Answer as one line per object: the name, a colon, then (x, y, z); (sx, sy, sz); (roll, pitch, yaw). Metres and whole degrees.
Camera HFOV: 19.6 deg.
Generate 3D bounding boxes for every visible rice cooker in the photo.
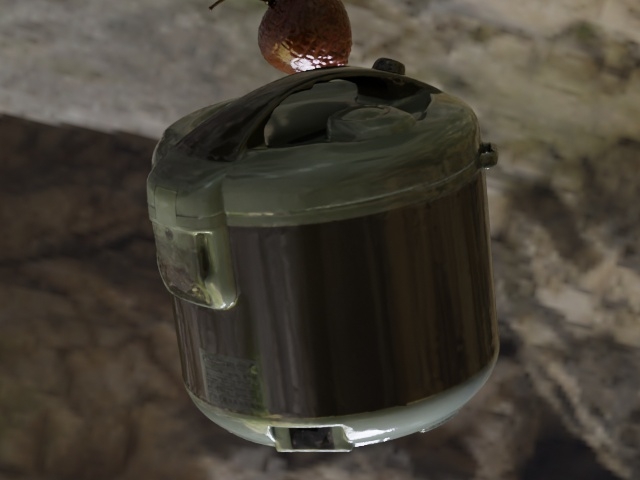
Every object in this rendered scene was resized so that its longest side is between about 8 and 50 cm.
rice cooker: (0.000, 0.000, 1.752); (0.335, 0.335, 0.325); (-139, -141, -64)

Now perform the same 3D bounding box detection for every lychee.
lychee: (-0.026, -0.229, 1.938); (0.101, 0.140, 0.114); (-14, -148, 30)
